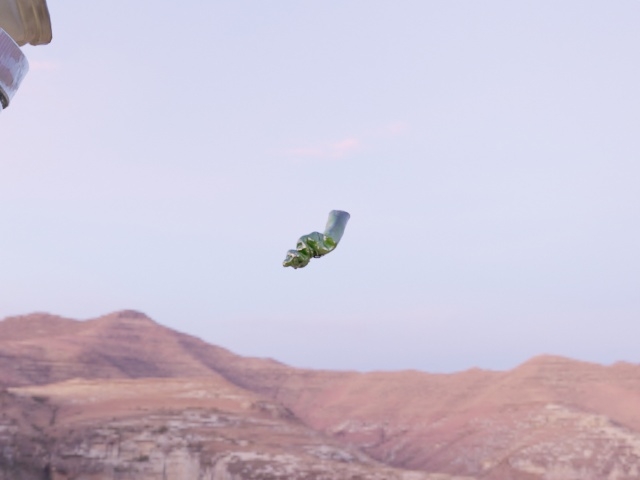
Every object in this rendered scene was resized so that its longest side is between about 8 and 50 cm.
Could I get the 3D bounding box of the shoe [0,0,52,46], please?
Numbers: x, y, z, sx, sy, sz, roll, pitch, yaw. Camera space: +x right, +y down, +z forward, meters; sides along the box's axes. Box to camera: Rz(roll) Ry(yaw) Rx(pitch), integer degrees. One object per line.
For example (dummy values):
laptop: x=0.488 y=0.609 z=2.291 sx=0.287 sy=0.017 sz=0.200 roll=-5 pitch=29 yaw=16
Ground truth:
shoe: x=-0.331 y=-0.298 z=0.648 sx=0.098 sy=0.274 sz=0.103 roll=-28 pitch=35 yaw=-27

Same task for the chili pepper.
chili pepper: x=0.000 y=0.000 z=0.562 sx=0.027 sy=0.083 sz=0.022 roll=39 pitch=-46 yaw=8

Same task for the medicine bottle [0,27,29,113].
medicine bottle: x=-0.193 y=0.004 z=0.270 sx=0.091 sy=0.216 sz=0.090 roll=21 pitch=-17 yaw=7
